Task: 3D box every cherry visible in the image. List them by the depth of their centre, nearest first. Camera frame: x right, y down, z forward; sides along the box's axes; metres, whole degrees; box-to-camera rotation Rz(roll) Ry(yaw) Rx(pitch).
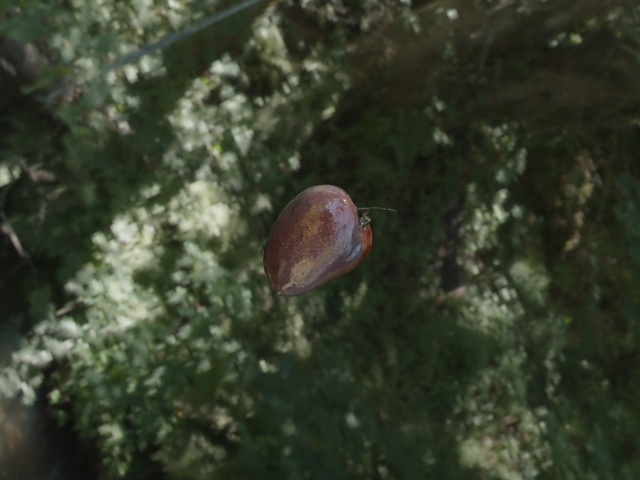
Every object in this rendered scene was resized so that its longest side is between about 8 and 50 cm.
[{"bbox_3d":[-0.003,-0.005,1.172,0.087,0.126,0.106,52,-25,35],"label":"cherry"}]
